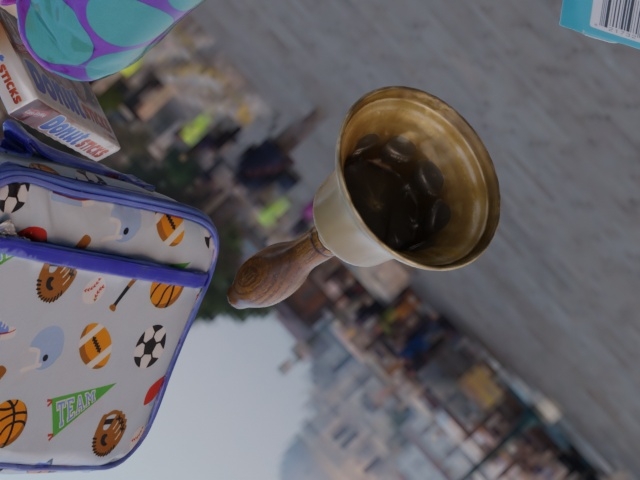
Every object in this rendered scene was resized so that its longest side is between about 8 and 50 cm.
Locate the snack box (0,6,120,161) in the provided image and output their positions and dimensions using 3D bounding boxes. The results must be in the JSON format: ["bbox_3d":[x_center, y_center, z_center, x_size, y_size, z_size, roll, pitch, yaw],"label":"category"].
[{"bbox_3d":[-0.161,-0.091,1.056,0.064,0.022,0.178,64,-175,9],"label":"snack box"}]

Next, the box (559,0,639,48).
[{"bbox_3d":[0.231,-0.217,1.058,0.100,0.244,0.060,20,152,14],"label":"box"}]

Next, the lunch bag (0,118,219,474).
[{"bbox_3d":[-0.213,0.044,1.300,0.115,0.243,0.303,28,-172,32],"label":"lunch bag"}]

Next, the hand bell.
[{"bbox_3d":[0.000,0.000,1.224,0.126,0.126,0.242,47,141,-8],"label":"hand bell"}]

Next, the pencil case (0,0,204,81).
[{"bbox_3d":[-0.077,-0.122,0.762,0.070,0.064,0.151,20,152,-24],"label":"pencil case"}]
